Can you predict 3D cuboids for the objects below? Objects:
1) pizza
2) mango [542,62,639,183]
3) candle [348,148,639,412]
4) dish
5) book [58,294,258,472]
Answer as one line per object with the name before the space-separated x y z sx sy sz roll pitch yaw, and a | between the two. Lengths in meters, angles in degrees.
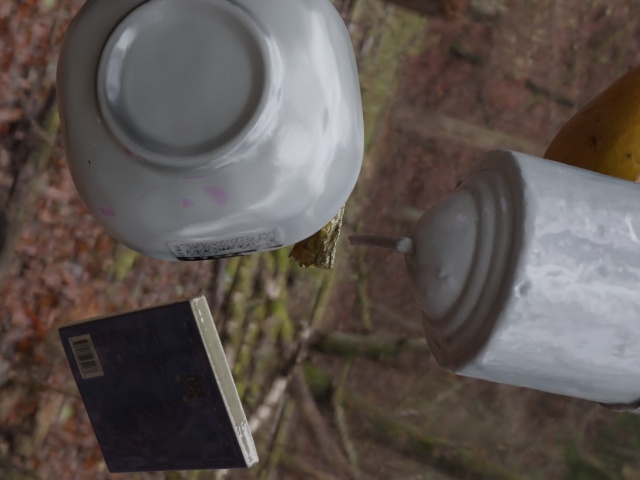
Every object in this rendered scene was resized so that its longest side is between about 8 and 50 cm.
pizza | 0.000 0.000 1.645 0.123 0.026 0.108 -52 -149 21
mango | 0.309 -0.101 1.257 0.227 0.109 0.147 -56 -177 22
candle | 0.218 0.037 1.100 0.221 0.342 0.221 -169 -90 -73
dish | -0.090 -0.108 0.909 0.117 0.256 0.256 48 59 -79
book | -0.188 0.168 1.350 0.025 0.269 0.191 -24 97 -44
